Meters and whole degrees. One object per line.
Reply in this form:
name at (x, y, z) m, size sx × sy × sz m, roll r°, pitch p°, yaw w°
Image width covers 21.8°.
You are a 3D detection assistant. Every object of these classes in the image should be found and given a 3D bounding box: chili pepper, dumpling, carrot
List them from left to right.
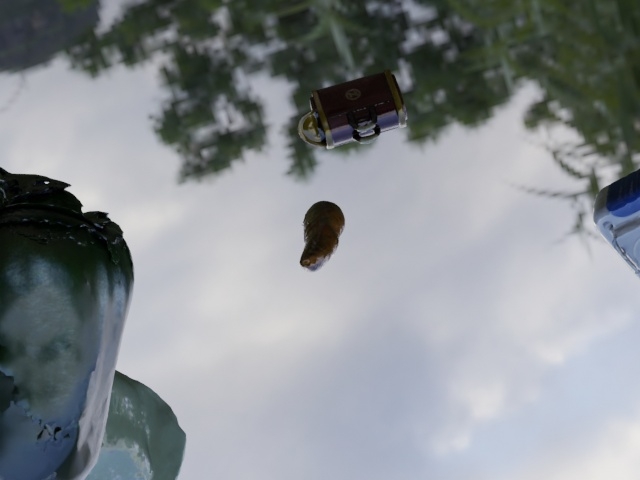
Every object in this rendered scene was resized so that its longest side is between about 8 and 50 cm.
chili pepper at (-0.255, 0.064, 1.118) m, size 0.233 × 0.256 × 0.248 m, roll 6°, pitch -171°, yaw -21°
dumpling at (-0.326, 0.230, 1.838) m, size 0.321 × 0.270 × 0.212 m, roll -5°, pitch -165°, yaw 14°
carrot at (0.000, 0.000, 1.731) m, size 0.047 × 0.047 × 0.191 m, roll -15°, pitch -164°, yaw 8°

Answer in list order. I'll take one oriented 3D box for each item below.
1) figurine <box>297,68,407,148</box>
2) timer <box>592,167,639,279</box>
figurine at (0.046, -0.166, 2.319) m, size 0.154 × 0.082 × 0.098 m, roll -17°, pitch -142°, yaw -3°
timer at (0.450, 0.014, 1.925) m, size 0.178 × 0.253 × 0.078 m, roll -31°, pitch -156°, yaw 34°
